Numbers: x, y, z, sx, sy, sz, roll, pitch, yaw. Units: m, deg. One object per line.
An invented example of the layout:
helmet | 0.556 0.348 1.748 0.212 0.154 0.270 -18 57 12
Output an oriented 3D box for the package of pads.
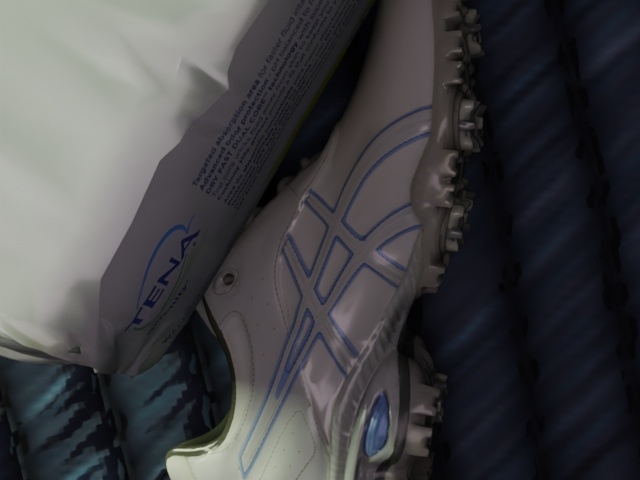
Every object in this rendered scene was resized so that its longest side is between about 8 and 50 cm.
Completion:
package of pads | -0.120 -0.124 0.509 0.296 0.101 0.229 30 92 9

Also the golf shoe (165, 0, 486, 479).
golf shoe | 0.000 0.000 0.543 0.086 0.069 0.176 10 91 8
